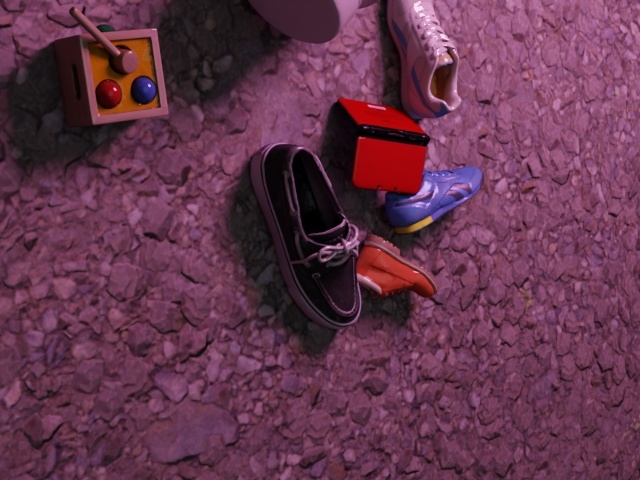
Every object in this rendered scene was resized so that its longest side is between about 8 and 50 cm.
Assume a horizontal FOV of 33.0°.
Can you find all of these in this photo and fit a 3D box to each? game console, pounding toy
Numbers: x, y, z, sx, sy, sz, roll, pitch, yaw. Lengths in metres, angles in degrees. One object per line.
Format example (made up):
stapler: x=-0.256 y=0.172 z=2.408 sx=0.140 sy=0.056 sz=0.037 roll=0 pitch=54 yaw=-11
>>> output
game console: x=0.089 y=-0.145 z=1.654 sx=0.144 sy=0.124 sz=0.085 roll=4 pitch=126 yaw=-39
pounding toy: x=-0.263 y=-0.217 z=1.340 sx=0.130 sy=0.100 sz=0.141 roll=-14 pitch=102 yaw=-38

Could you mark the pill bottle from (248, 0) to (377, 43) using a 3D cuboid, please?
pill bottle: x=0.052 y=-0.459 z=1.514 sx=0.204 sy=0.204 sz=0.361 roll=50 pitch=63 yaw=-30

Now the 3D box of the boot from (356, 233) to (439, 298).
boot: x=0.116 y=0.063 z=1.699 sx=0.158 sy=0.059 sz=0.085 roll=33 pitch=76 yaw=-27

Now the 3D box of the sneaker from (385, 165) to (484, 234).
sneaker: x=0.185 y=-0.087 z=1.733 sx=0.209 sy=0.069 sz=0.082 roll=-31 pitch=108 yaw=-33

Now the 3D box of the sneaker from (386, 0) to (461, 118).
sneaker: x=0.168 y=-0.306 z=1.689 sx=0.087 sy=0.092 sz=0.229 roll=-20 pitch=104 yaw=-35

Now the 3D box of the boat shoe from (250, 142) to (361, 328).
boat shoe: x=0.003 y=-0.002 z=1.567 sx=0.113 sy=0.105 sz=0.306 roll=-30 pitch=111 yaw=-34
